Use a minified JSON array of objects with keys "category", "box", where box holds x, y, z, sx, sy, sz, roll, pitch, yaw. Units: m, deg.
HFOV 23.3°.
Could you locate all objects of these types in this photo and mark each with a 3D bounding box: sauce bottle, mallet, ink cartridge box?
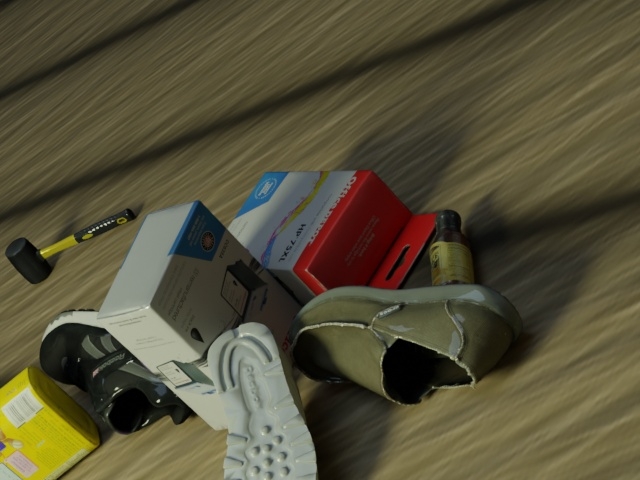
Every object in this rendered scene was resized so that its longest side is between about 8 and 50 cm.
[{"category":"sauce bottle","box":[0.123,0.020,1.462,0.042,0.042,0.128,-32,29,22]},{"category":"mallet","box":[-0.333,-0.006,2.052,0.189,0.062,0.039,-30,33,24]},{"category":"ink cartridge box","box":[0.000,0.000,1.604,0.231,0.078,0.134,1,52,52]},{"category":"ink cartridge box","box":[-0.111,0.076,1.531,0.082,0.191,0.139,-15,41,40]}]

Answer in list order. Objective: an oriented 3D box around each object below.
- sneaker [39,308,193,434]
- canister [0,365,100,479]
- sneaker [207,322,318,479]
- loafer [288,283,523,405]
[{"category":"sneaker","box":[-0.228,0.147,1.685,0.283,0.107,0.124,-11,49,45]},{"category":"canister","box":[-0.341,0.230,1.696,0.170,0.126,0.073,-38,29,7]},{"category":"sneaker","box":[-0.040,0.191,1.413,0.090,0.095,0.235,-14,56,8]},{"category":"loafer","box":[0.059,0.096,1.388,0.251,0.094,0.087,-13,38,43]}]
